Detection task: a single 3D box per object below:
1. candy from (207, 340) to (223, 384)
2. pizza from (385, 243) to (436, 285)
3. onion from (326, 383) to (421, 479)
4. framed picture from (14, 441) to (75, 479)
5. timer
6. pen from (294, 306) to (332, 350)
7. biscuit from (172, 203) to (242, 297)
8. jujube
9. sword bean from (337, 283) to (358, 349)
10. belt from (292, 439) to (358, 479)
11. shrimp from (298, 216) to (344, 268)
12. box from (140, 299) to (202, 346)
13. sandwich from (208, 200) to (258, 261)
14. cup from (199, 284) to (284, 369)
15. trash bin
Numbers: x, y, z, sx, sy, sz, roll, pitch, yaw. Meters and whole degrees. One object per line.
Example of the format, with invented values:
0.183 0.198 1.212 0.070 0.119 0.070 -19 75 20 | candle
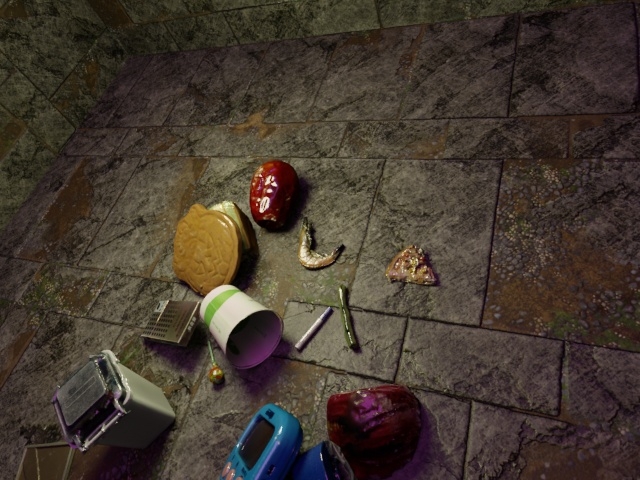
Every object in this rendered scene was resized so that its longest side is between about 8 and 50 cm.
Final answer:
-0.420 0.472 1.783 0.060 0.060 0.201 -29 45 0 | candy
0.356 0.110 1.725 0.195 0.052 0.185 34 77 35 | pizza
0.164 0.584 1.419 0.314 0.146 0.280 -12 58 8 | onion
-1.070 0.946 1.722 0.247 0.022 0.335 -11 54 14 | framed picture
-0.184 0.671 1.408 0.115 0.340 0.309 36 70 -11 | timer
-0.026 0.332 1.736 0.025 0.025 0.204 31 72 34 | pen
-0.490 0.045 1.939 0.365 0.062 0.385 28 110 26 | biscuit
-0.211 -0.210 2.068 0.223 0.223 0.318 -2 61 20 | jujube
0.097 0.282 1.715 0.043 0.038 0.269 -21 51 14 | sword bean
0.048 0.756 1.290 0.117 0.212 0.347 -35 59 11 | belt
0.000 0.000 1.944 0.198 0.051 0.262 -8 58 8 | shrimp
-0.611 0.334 1.877 0.324 0.047 0.180 -5 54 43 | box
-0.385 -0.021 1.987 0.155 0.227 0.198 -21 52 7 | sandwich
-0.315 0.309 1.737 0.253 0.253 0.274 -46 47 -13 | cup
-0.697 0.597 1.598 0.256 0.368 0.296 -45 52 -10 | trash bin
